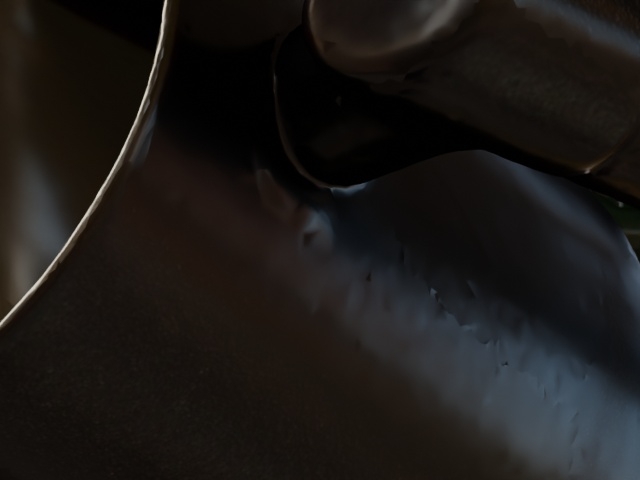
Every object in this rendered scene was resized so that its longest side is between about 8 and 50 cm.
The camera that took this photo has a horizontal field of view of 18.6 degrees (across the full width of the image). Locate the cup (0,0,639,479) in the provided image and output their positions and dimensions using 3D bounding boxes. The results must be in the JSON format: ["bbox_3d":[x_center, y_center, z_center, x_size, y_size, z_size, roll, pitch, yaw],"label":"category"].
[{"bbox_3d":[-0.008,-0.010,0.417,0.239,0.166,0.177,-35,-41,15],"label":"cup"}]

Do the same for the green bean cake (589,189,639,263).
[{"bbox_3d":[0.131,0.001,0.922,0.307,0.300,0.169,-12,-45,-25],"label":"green bean cake"}]
